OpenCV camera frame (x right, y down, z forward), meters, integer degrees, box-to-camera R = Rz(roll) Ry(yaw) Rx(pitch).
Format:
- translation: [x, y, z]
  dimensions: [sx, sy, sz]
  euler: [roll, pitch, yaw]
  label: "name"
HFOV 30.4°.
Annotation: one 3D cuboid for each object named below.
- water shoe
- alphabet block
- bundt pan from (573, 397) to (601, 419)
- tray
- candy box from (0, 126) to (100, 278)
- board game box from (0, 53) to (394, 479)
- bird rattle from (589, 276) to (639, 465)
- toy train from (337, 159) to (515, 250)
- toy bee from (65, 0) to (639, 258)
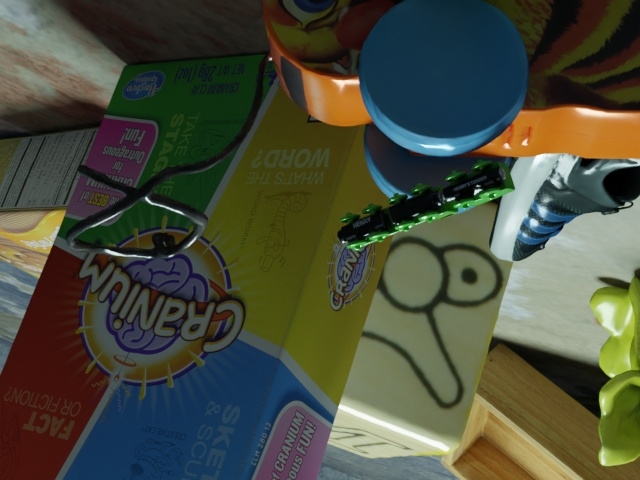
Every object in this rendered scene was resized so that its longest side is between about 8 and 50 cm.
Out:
- translation: [0.150, -0.030, 0.707]
  dimensions: [0.080, 0.073, 0.203]
  euler: [14, 163, 8]
  label: "water shoe"
- translation: [0.008, 0.044, 0.893]
  dimensions: [0.197, 0.192, 0.193]
  euler: [24, 165, -13]
  label: "alphabet block"
- translation: [0.406, 0.300, 1.392]
  dimensions: [0.330, 0.124, 0.331]
  euler: [17, 164, 5]
  label: "bundt pan"
- translation: [0.312, 0.297, 1.210]
  dimensions: [0.411, 0.076, 0.203]
  euler: [39, 153, 23]
  label: "tray"
- translation: [-0.215, -0.020, 1.097]
  dimensions: [0.316, 0.088, 0.183]
  euler: [-1, 154, 47]
  label: "candy box"
- translation: [-0.080, 0.036, 0.735]
  dimensions: [0.242, 0.317, 0.064]
  euler: [3, 157, 41]
  label: "board game box"
- translation: [0.334, 0.116, 0.898]
  dimensions: [0.253, 0.143, 0.207]
  euler: [19, 147, -13]
  label: "bird rattle"
- translation: [0.044, -0.014, 0.504]
  dimensions: [0.083, 0.017, 0.023]
  euler: [-22, 168, 31]
  label: "toy train"
- translation: [0.038, -0.100, 0.524]
  dimensions: [0.298, 0.162, 0.195]
  euler: [-2, 161, -19]
  label: "toy bee"
